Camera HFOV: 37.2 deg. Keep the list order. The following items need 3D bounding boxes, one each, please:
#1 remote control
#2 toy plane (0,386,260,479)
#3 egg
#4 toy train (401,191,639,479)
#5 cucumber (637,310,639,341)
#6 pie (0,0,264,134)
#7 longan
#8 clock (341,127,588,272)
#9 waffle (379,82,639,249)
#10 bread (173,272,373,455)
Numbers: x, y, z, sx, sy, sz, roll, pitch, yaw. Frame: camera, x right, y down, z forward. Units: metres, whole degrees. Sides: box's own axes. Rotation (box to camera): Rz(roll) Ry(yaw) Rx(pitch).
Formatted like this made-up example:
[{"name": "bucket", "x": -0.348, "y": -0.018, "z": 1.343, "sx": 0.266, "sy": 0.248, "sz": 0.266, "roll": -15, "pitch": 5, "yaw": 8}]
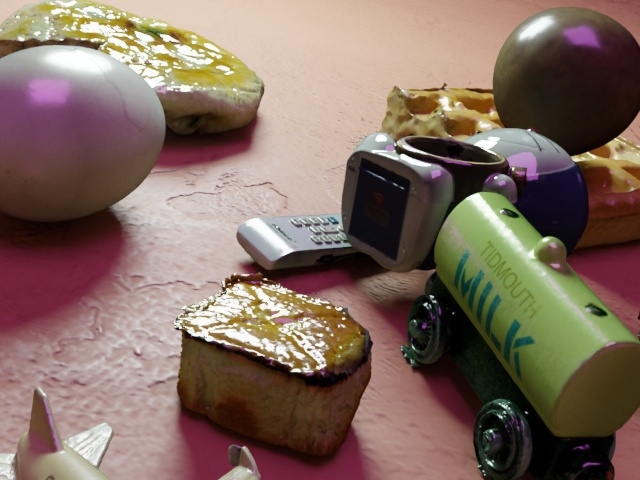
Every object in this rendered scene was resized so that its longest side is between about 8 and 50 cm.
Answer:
[{"name": "remote control", "x": 0.000, "y": 0.000, "z": 0.905, "sx": 0.166, "sy": 0.029, "sz": 0.065, "roll": -5, "pitch": 33, "yaw": -42}, {"name": "toy plane", "x": -0.109, "y": 0.158, "z": 0.474, "sx": 0.229, "sy": 0.092, "sz": 0.244, "roll": -3, "pitch": 24, "yaw": -36}, {"name": "egg", "x": -0.222, "y": -0.096, "z": 0.836, "sx": 0.151, "sy": 0.151, "sz": 0.209, "roll": 26, "pitch": 26, "yaw": 20}, {"name": "toy train", "x": 0.151, "y": 0.067, "z": 0.715, "sx": 0.105, "sy": 0.157, "sz": 0.253, "roll": 4, "pitch": 29, "yaw": -21}, {"name": "cucumber", "x": 0.363, "y": 0.166, "z": 0.707, "sx": 0.145, "sy": 0.105, "sz": 0.325, "roll": 33, "pitch": 18, "yaw": -28}, {"name": "pie", "x": -0.222, "y": -0.212, "z": 1.139, "sx": 0.338, "sy": 0.075, "sz": 0.337, "roll": 12, "pitch": 27, "yaw": -6}, {"name": "longan", "x": 0.277, "y": -0.173, "z": 1.056, "sx": 0.167, "sy": 0.167, "sz": 0.187, "roll": 30, "pitch": 15, "yaw": 26}, {"name": "clock", "x": 0.143, "y": -0.038, "z": 0.909, "sx": 0.243, "sy": 0.146, "sz": 0.200, "roll": -1, "pitch": 15, "yaw": -37}, {"name": "waffle", "x": 0.289, "y": -0.102, "z": 1.195, "sx": 0.304, "sy": 0.077, "sz": 0.348, "roll": -5, "pitch": 33, "yaw": -36}, {"name": "bread", "x": -0.031, "y": 0.084, "z": 0.686, "sx": 0.140, "sy": 0.069, "sz": 0.128, "roll": 18, "pitch": 26, "yaw": 13}]
